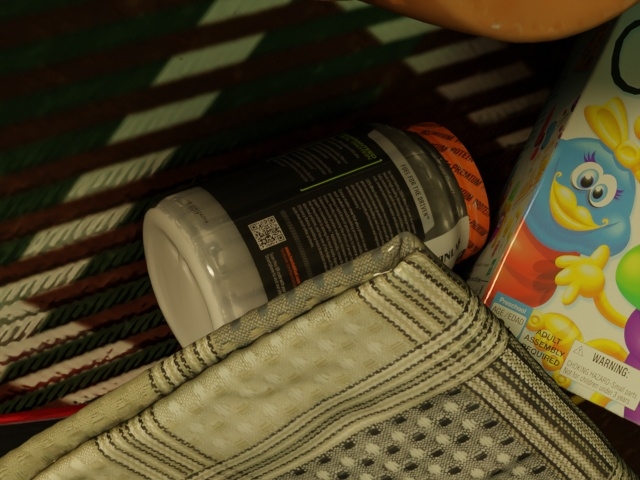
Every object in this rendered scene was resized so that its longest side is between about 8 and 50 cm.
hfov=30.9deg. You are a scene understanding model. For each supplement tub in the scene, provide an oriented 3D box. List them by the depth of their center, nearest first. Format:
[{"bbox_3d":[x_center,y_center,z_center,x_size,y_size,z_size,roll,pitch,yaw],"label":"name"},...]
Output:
[{"bbox_3d":[0.000,0.000,0.696,0.190,0.117,0.117,-22,134,-23],"label":"supplement tub"}]

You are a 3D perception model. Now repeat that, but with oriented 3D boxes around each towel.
[{"bbox_3d":[0.003,0.167,0.674,0.324,0.056,0.312,-30,128,19],"label":"towel"}]

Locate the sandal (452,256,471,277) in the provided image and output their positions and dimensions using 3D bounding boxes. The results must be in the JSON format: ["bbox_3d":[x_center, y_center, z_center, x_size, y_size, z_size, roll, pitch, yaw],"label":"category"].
[{"bbox_3d":[0.122,0.018,0.874,0.179,0.040,0.067,-1,127,-56],"label":"sandal"}]

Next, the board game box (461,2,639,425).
[{"bbox_3d":[0.201,-0.036,0.716,0.275,0.142,0.144,-64,180,0],"label":"board game box"}]

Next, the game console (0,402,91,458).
[{"bbox_3d":[-0.225,0.291,0.717,0.342,0.060,0.387,-3,106,-38],"label":"game console"}]

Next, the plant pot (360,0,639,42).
[{"bbox_3d":[0.059,-0.218,0.501,0.291,0.203,0.291,-21,133,-24],"label":"plant pot"}]
